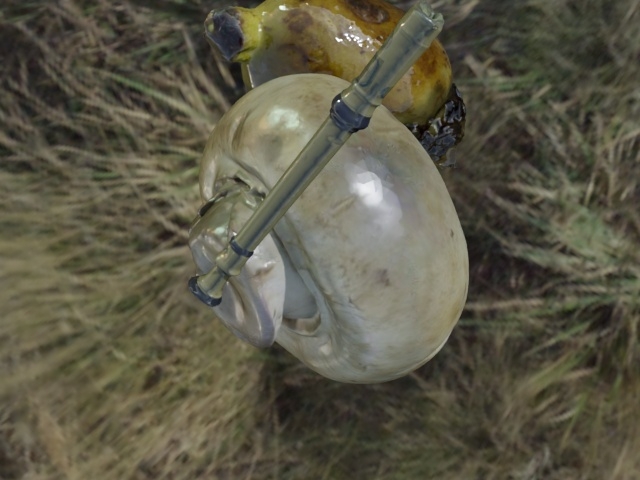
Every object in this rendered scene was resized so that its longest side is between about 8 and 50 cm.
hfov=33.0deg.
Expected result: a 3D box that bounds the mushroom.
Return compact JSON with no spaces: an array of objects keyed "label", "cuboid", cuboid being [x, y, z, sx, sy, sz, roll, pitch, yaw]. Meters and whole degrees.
[{"label":"mushroom","cuboid":[0.000,0.000,0.797,0.255,0.184,0.255,32,145,26]}]

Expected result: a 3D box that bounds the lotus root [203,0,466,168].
[{"label":"lotus root","cuboid":[0.024,-0.177,1.116,0.314,0.141,0.169,22,135,-27]}]

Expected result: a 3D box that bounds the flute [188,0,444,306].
[{"label":"flute","cuboid":[-0.007,-0.045,0.624,0.027,0.027,0.233,43,119,4]}]
